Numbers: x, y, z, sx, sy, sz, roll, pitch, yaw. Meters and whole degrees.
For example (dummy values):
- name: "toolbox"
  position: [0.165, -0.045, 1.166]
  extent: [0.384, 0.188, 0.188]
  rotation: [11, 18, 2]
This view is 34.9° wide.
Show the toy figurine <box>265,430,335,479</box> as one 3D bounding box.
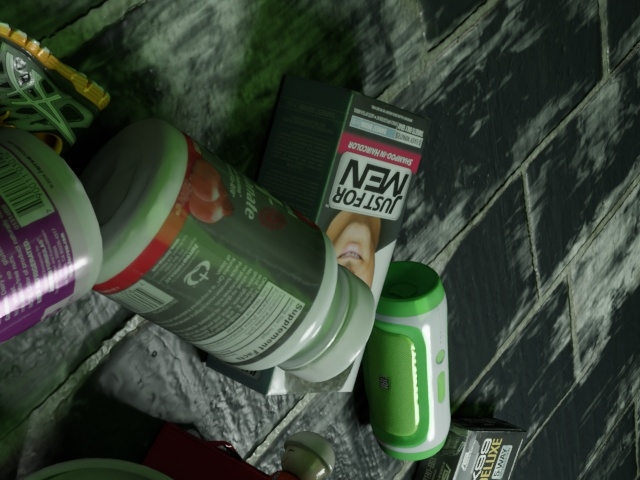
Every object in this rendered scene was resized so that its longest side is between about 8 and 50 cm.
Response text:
- name: "toy figurine"
  position: [0.033, 0.321, 1.071]
  extent: [0.148, 0.210, 0.213]
  rotation: [-51, 141, -33]

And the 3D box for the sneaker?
- name: "sneaker"
  position: [-0.274, -0.139, 0.896]
  extent: [0.215, 0.084, 0.083]
  rotation: [34, 84, -54]

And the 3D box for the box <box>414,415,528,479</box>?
- name: "box"
  position: [0.248, 0.473, 1.851]
  extent: [0.242, 0.076, 0.307]
  rotation: [17, 93, -54]

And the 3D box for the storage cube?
- name: "storage cube"
  position: [-0.119, 0.363, 1.231]
  extent: [0.215, 0.193, 0.183]
  rotation: [-62, 143, -12]

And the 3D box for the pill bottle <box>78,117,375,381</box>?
- name: "pill bottle"
  position: [-0.095, 0.027, 1.050]
  extent: [0.318, 0.176, 0.176]
  rotation: [34, 78, -34]

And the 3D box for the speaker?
- name: "speaker"
  position: [0.128, 0.182, 1.520]
  extent: [0.131, 0.131, 0.296]
  rotation: [-34, 131, -39]

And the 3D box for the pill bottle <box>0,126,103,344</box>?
- name: "pill bottle"
  position: [-0.340, 0.036, 0.815]
  extent: [0.301, 0.169, 0.169]
  rotation: [-33, 130, -39]

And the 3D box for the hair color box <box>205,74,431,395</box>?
- name: "hair color box"
  position: [0.000, 0.000, 1.284]
  extent: [0.185, 0.114, 0.374]
  rotation: [8, 100, -53]

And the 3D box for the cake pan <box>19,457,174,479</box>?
- name: "cake pan"
  position: [-0.226, 0.365, 1.059]
  extent: [0.054, 0.293, 0.293]
  rotation: [-82, -170, -87]
